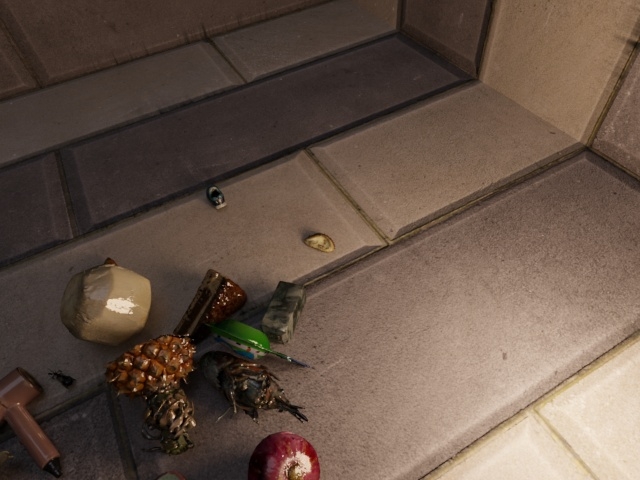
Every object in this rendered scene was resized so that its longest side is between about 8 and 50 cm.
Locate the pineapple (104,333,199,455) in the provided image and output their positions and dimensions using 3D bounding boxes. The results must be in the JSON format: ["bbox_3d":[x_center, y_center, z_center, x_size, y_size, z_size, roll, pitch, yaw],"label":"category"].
[{"bbox_3d":[-0.415,0.427,1.139,0.263,0.262,0.271,-22,62,-13],"label":"pineapple"}]

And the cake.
[{"bbox_3d":[-0.348,0.230,1.398,0.112,0.135,0.245,26,86,38],"label":"cake"}]

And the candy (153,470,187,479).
[{"bbox_3d":[-0.377,0.629,1.064,0.103,0.043,0.103,-4,52,5],"label":"candy"}]

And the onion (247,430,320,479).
[{"bbox_3d":[-0.088,0.556,1.034,0.178,0.153,0.177,9,44,-9],"label":"onion"}]

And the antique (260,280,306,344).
[{"bbox_3d":[-0.116,0.228,1.345,0.086,0.088,0.182,11,52,15],"label":"antique"}]

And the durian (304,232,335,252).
[{"bbox_3d":[0.003,0.004,1.564,0.131,0.052,0.066,19,93,24],"label":"durian"}]

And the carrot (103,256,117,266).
[{"bbox_3d":[-0.736,0.124,1.515,0.072,0.072,0.205,-24,44,-14],"label":"carrot"}]

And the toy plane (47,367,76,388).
[{"bbox_3d":[-0.774,0.409,1.284,0.121,0.049,0.031,7,49,33],"label":"toy plane"}]

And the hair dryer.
[{"bbox_3d":[-0.814,0.525,1.167,0.344,0.106,0.189,35,62,22],"label":"hair dryer"}]

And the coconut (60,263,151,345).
[{"bbox_3d":[-0.638,0.198,1.326,0.245,0.247,0.244,-17,63,37],"label":"coconut"}]

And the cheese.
[{"bbox_3d":[-0.181,0.303,1.234,0.321,0.204,0.083,23,74,2],"label":"cheese"}]

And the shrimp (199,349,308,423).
[{"bbox_3d":[-0.202,0.422,1.174,0.372,0.137,0.171,25,94,38],"label":"shrimp"}]

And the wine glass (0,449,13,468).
[{"bbox_3d":[-0.817,0.642,1.017,0.156,0.156,0.232,-21,63,-12],"label":"wine glass"}]

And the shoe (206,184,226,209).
[{"bbox_3d":[-0.427,-0.186,1.732,0.064,0.071,0.143,-24,48,-15],"label":"shoe"}]
